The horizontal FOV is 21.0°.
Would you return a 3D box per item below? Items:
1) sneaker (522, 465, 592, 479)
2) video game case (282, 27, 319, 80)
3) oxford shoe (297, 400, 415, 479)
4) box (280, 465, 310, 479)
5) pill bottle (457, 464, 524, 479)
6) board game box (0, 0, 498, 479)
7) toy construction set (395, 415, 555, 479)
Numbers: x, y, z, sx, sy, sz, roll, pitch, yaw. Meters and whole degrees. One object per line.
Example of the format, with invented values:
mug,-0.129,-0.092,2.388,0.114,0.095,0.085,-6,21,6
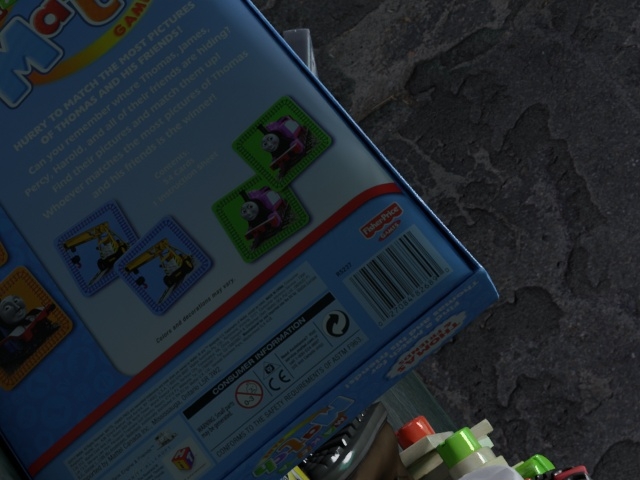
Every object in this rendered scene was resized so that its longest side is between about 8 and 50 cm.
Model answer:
sneaker,0.114,0.196,0.811,0.262,0.104,0.125,-126,-167,-78
video game case,0.000,0.000,1.337,0.274,0.026,0.196,79,8,-53
oxford shoe,0.023,0.141,0.911,0.096,0.083,0.227,55,4,10
box,0.043,0.201,0.722,0.233,0.044,0.159,50,2,-6
pill bottle,0.143,0.244,1.007,0.221,0.121,0.121,49,2,-12
board game box,-0.065,-0.010,0.602,0.211,0.160,0.039,51,2,24
toy construction set,0.171,0.241,1.264,0.328,0.151,0.215,43,24,18
